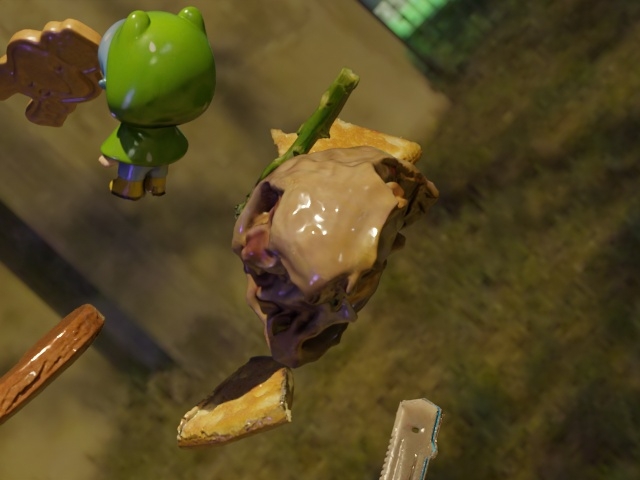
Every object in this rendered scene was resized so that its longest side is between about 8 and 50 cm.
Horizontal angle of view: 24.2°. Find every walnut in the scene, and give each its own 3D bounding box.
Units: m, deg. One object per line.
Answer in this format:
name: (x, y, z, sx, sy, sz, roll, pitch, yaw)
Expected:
walnut: (0.007, -0.009, 1.356, 0.204, 0.141, 0.238, -48, -10, -27)

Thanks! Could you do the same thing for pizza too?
pizza: (-0.085, 0.246, 2.164, 0.204, 0.080, 0.188, -11, 25, 45)
pizza: (0.009, -0.117, 2.065, 0.181, 0.034, 0.262, -25, 31, -24)

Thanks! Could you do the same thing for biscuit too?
biscuit: (-0.383, -0.237, 2.105, 0.236, 0.144, 0.040, -30, 39, 49)
biscuit: (-0.296, 0.137, 1.506, 0.192, 0.036, 0.186, -42, 8, -16)

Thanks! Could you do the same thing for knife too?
knife: (0.102, 0.368, 1.977, 0.043, 0.089, 0.365, 126, 164, -54)

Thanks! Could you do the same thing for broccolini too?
broccolini: (-0.016, -0.089, 1.627, 0.216, 0.058, 0.067, -52, -10, 13)

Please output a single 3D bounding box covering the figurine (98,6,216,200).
figurine: (-0.220, -0.180, 1.957, 0.162, 0.143, 0.263, -8, -58, -34)
